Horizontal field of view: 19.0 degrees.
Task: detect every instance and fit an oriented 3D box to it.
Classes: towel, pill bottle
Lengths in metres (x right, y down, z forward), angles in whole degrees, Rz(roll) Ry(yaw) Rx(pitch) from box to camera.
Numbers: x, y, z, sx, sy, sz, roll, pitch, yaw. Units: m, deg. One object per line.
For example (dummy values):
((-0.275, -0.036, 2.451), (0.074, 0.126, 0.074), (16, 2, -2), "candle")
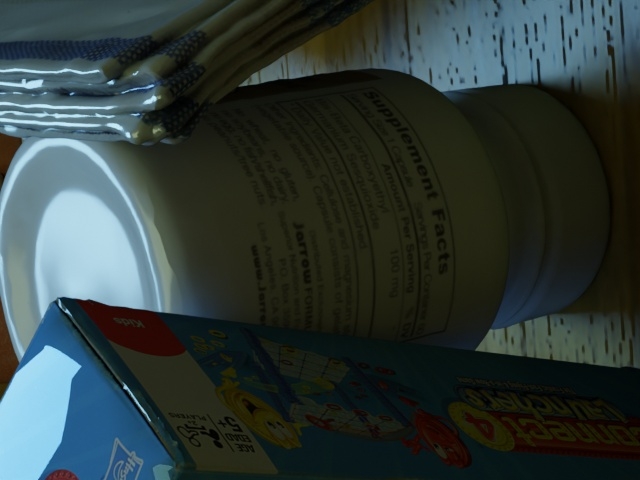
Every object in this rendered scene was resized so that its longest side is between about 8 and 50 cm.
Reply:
((-0.021, -0.115, 0.728), (0.209, 0.285, 0.034), (7, 126, 50), "towel")
((0.000, 0.000, 0.757), (0.131, 0.229, 0.131), (18, 113, 49), "pill bottle")

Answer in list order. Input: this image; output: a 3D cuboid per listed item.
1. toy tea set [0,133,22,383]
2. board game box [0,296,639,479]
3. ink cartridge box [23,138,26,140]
((-0.159, -0.067, 1.071), (0.200, 0.124, 0.336), (-140, 41, -78), "toy tea set")
((-0.023, 0.182, 0.713), (0.086, 0.302, 0.308), (46, 116, 40), "board game box")
((-0.149, -0.158, 0.880), (0.148, 0.086, 0.203), (43, 157, 13), "ink cartridge box")
